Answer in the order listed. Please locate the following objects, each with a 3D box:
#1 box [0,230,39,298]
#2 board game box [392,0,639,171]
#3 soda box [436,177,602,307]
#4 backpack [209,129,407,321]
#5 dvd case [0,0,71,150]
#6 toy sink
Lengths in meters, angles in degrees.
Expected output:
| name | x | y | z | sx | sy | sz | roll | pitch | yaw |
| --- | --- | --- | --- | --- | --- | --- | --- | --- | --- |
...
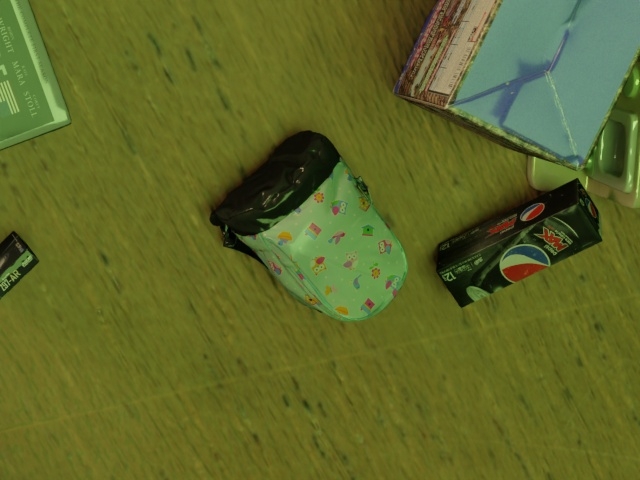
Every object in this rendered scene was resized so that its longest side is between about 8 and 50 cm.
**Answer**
| name | x | y | z | sx | sy | sz | roll | pitch | yaw |
| --- | --- | --- | --- | --- | --- | --- | --- | --- | --- |
| box | -0.305 | 0.028 | 1.790 | 0.067 | 0.083 | 0.018 | -44 | 112 | -3 |
| board game box | 0.201 | -0.207 | 1.781 | 0.141 | 0.291 | 0.232 | 25 | 94 | -10 |
| soda box | 0.204 | 0.003 | 1.924 | 0.169 | 0.060 | 0.053 | -27 | 114 | 20 |
| backpack | 0.000 | 0.000 | 1.867 | 0.152 | 0.115 | 0.182 | -41 | 113 | -8 |
| dvd case | -0.375 | -0.152 | 1.758 | 0.238 | 0.029 | 0.179 | -22 | 108 | -12 |
| toy sink | 0.351 | -0.117 | 1.944 | 0.234 | 0.131 | 0.153 | 0 | 101 | -17 |
